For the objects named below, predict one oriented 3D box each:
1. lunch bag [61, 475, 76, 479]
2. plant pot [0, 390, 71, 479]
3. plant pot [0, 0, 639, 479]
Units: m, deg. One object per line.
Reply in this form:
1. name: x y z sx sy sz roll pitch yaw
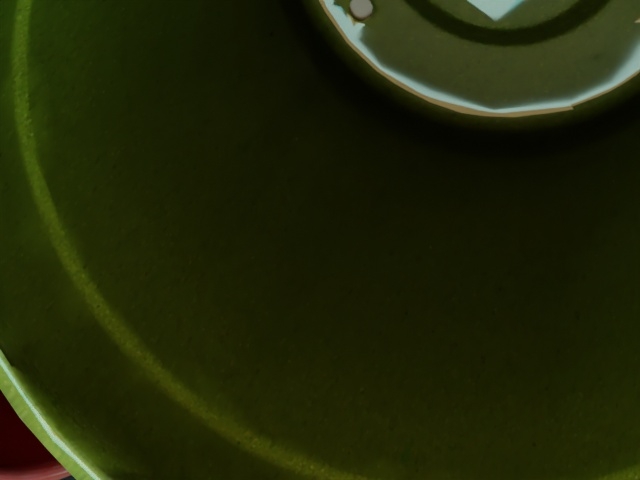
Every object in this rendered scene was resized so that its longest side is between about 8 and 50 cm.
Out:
1. lunch bag: -0.165 0.191 0.994 0.243 0.303 0.115 9 103 7
2. plant pot: -0.246 0.006 0.932 0.243 0.275 0.275 -14 114 36
3. plant pot: 0.067 -0.090 0.779 0.366 0.353 0.367 4 117 9
